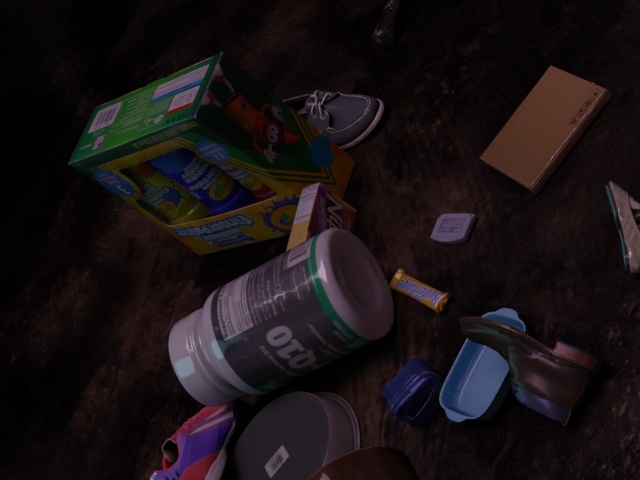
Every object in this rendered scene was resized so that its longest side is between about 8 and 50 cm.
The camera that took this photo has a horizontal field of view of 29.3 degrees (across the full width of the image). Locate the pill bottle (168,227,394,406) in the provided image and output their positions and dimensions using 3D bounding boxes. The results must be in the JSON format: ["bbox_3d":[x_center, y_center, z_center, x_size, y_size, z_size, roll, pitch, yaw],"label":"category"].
[{"bbox_3d":[-0.072,0.141,2.100,0.361,0.204,0.204,-29,40,27],"label":"pill bottle"}]

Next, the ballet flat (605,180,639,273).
[{"bbox_3d":[0.448,-0.020,1.751,0.052,0.057,0.168,-12,49,11],"label":"ballet flat"}]

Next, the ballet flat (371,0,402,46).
[{"bbox_3d":[0.153,-0.472,2.565,0.173,0.049,0.057,-66,6,-26],"label":"ballet flat"}]

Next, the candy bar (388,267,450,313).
[{"bbox_3d":[0.166,0.085,2.044,0.040,0.018,0.161,-57,31,-3],"label":"candy bar"}]

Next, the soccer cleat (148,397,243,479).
[{"bbox_3d":[-0.213,0.349,2.138,0.318,0.116,0.108,-78,14,-62],"label":"soccer cleat"}]

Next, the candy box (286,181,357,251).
[{"bbox_3d":[0.000,0.000,2.254,0.053,0.109,0.186,-19,46,43],"label":"candy box"}]

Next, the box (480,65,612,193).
[{"bbox_3d":[0.369,-0.187,2.022,0.201,0.021,0.164,-53,32,4],"label":"box"}]

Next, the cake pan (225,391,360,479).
[{"bbox_3d":[-0.057,0.376,2.033,0.293,0.054,0.293,-33,38,31],"label":"cake pan"}]

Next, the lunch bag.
[{"bbox_3d":[0.146,0.239,1.879,0.098,0.067,0.065,-50,32,9],"label":"lunch bag"}]

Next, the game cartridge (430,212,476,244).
[{"bbox_3d":[0.224,-0.019,2.065,0.083,0.017,0.056,1,58,53],"label":"game cartridge"}]

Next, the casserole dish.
[{"bbox_3d":[0.250,0.190,1.818,0.114,0.037,0.188,14,73,56],"label":"casserole dish"}]

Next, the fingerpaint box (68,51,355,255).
[{"bbox_3d":[-0.221,-0.152,2.438,0.445,0.371,0.163,-12,50,47],"label":"fingerpaint box"}]

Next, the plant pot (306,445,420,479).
[{"bbox_3d":[0.089,0.440,1.670,0.215,0.215,0.230,-48,46,11],"label":"plant pot"}]

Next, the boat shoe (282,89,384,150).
[{"bbox_3d":[-0.002,-0.251,2.497,0.319,0.099,0.116,-3,58,52],"label":"boat shoe"}]

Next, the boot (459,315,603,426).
[{"bbox_3d":[0.276,0.179,1.715,0.219,0.082,0.106,17,82,35],"label":"boot"}]
